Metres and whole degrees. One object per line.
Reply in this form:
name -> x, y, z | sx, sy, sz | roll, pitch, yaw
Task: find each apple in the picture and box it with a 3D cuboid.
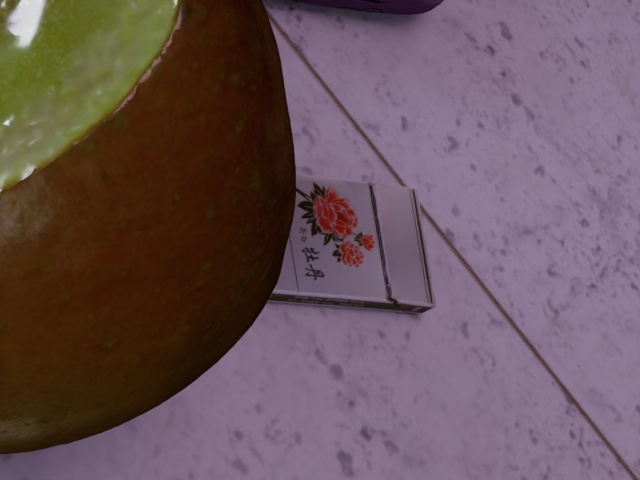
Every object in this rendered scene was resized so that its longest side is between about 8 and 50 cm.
apple -> -0.204, -0.063, 0.967 | 0.374, 0.374, 0.384 | -20, 114, -38

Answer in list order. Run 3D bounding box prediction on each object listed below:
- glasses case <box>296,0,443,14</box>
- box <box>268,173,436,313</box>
glasses case -> -0.019, -0.269, 1.376 | 0.316, 0.076, 0.123 | 5, 65, -32
box -> 0.000, -0.001, 1.285 | 0.198, 0.029, 0.109 | 6, 64, -31
